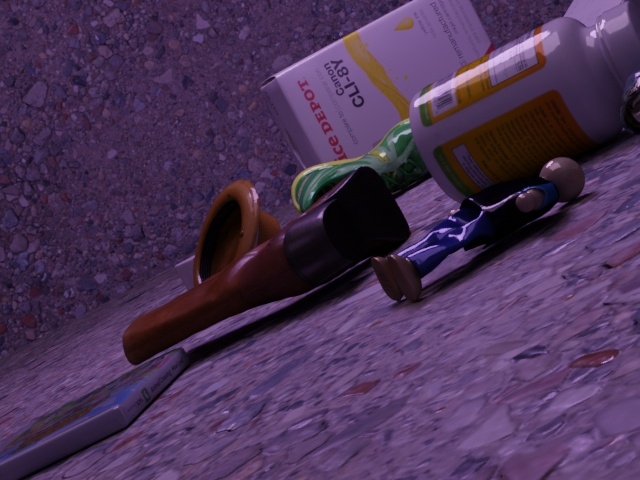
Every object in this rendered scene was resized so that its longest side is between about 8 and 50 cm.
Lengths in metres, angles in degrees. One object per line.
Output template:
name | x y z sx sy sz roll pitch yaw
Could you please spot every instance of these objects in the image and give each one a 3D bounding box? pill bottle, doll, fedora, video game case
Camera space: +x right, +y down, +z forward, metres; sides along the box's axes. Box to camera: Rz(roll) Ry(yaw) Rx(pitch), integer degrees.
pill bottle | 0.227 -0.144 1.187 0.245 0.136 0.136 -25 5 29
doll | 0.131 -0.016 0.925 0.189 0.046 0.129 -30 6 -15
fedora | -0.107 0.014 1.595 0.079 0.194 0.194 15 -18 -27
video game case | -0.245 0.181 1.126 0.212 0.023 0.193 -27 5 15

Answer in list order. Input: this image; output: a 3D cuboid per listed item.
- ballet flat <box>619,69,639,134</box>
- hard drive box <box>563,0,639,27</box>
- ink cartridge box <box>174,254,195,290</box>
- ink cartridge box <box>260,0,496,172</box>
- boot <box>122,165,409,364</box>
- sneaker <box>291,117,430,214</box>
ballet flat | 0.326 -0.128 0.988 0.070 0.070 0.188 -30 3 -25
hard drive box | 0.456 -0.337 1.818 0.181 0.089 0.232 -57 11 -11
ink cartridge box | -0.149 0.030 1.926 0.115 0.067 0.198 -30 5 -30
ink cartridge box | 0.128 -0.251 2.078 0.384 0.279 0.160 -30 6 -10
boot | -0.052 0.037 1.270 0.280 0.096 0.264 -30 9 26
sneaker | 0.097 -0.101 1.861 0.295 0.109 0.123 -26 28 5
